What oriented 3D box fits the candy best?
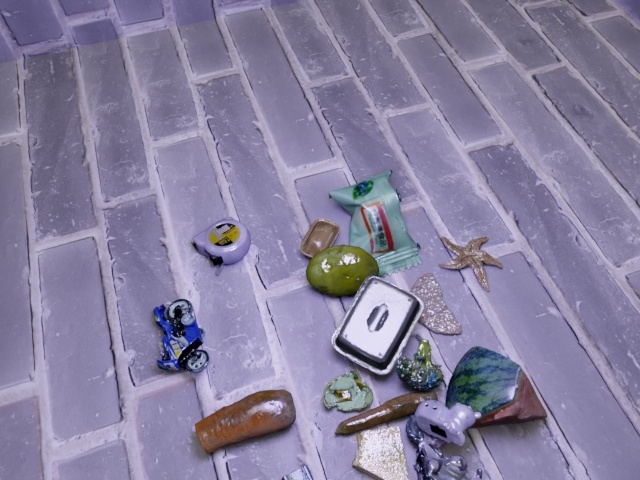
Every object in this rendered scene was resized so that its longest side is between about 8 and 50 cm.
[{"bbox_3d":[0.206,-0.054,2.076,0.263,0.172,0.397,-18,78,1],"label":"candy"}]

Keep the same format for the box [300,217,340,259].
[{"bbox_3d":[0.000,0.000,2.050,0.111,0.111,0.177,21,59,14],"label":"box"}]

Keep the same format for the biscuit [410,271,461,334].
[{"bbox_3d":[0.383,0.232,1.936,0.133,0.032,0.249,-17,59,-9],"label":"biscuit"}]

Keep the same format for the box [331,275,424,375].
[{"bbox_3d":[0.186,0.273,1.801,0.221,0.166,0.290,27,73,16],"label":"box"}]

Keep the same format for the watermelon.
[{"bbox_3d":[0.551,0.439,1.709,0.293,0.283,0.250,4,68,-28],"label":"watermelon"}]

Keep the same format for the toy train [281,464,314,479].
[{"bbox_3d":[0.014,0.826,1.513,0.086,0.089,0.409,-20,58,-19],"label":"toy train"}]

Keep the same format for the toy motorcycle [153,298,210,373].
[{"bbox_3d":[-0.475,0.325,1.837,0.169,0.113,0.315,-27,51,-6],"label":"toy motorcycle"}]

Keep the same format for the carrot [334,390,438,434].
[{"bbox_3d":[0.202,0.533,1.718,0.343,0.070,0.070,-15,58,-8],"label":"carrot"}]

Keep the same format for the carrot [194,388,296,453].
[{"bbox_3d":[-0.222,0.541,1.678,0.302,0.138,0.138,-19,58,-12],"label":"carrot"}]

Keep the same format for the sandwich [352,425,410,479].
[{"bbox_3d":[0.175,0.659,1.641,0.163,0.058,0.192,-8,59,-3],"label":"sandwich"}]

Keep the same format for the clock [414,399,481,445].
[{"bbox_3d":[0.364,0.509,1.605,0.176,0.079,0.117,10,37,44],"label":"clock"}]

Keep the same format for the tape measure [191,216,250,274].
[{"bbox_3d":[-0.352,0.012,2.051,0.196,0.105,0.178,-32,55,-20],"label":"tape measure"}]

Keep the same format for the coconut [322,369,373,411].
[{"bbox_3d":[0.090,0.481,1.757,0.158,0.055,0.133,11,56,6],"label":"coconut"}]

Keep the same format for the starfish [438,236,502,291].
[{"bbox_3d":[0.556,0.062,2.043,0.236,0.062,0.277,-25,55,-21],"label":"starfish"}]

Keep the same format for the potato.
[{"bbox_3d":[0.076,0.104,1.934,0.254,0.186,0.148,3,13,-3],"label":"potato"}]

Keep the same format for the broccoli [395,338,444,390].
[{"bbox_3d":[0.318,0.393,1.745,0.167,0.154,0.160,13,74,1],"label":"broccoli"}]

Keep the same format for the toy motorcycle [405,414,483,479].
[{"bbox_3d":[0.365,0.650,1.605,0.188,0.143,0.326,0,41,-9],"label":"toy motorcycle"}]
